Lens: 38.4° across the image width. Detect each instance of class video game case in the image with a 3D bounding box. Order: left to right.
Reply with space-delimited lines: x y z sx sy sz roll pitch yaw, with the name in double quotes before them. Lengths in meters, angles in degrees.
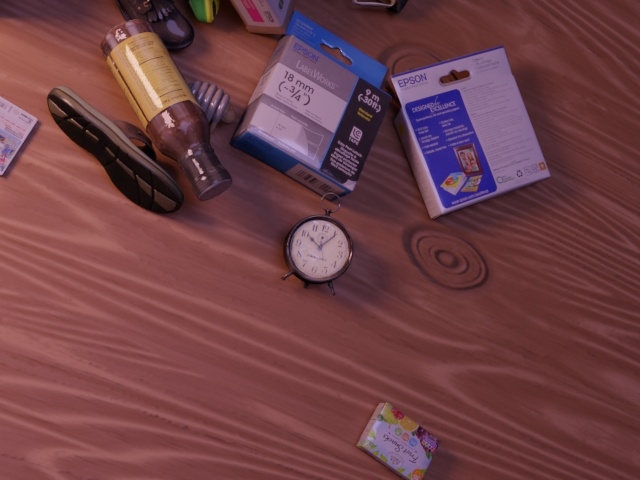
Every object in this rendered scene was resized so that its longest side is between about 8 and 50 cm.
"video game case" -0.561 -0.184 1.597 0.087 0.011 0.122 32 69 -15

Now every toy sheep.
"toy sheep" -0.219 -0.255 1.722 0.132 0.091 0.091 25 71 -11

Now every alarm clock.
"alarm clock" 0.000 0.000 1.764 0.129 0.064 0.192 18 82 -8

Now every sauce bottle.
"sauce bottle" -0.271 -0.229 1.644 0.111 0.111 0.344 -25 78 -26

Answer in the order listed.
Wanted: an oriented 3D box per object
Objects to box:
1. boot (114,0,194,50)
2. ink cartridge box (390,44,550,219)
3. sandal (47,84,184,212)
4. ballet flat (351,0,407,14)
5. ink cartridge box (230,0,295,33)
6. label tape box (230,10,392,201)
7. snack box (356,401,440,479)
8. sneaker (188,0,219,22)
"boot" -0.311 -0.472 1.643 0.263 0.229 0.091 42 67 -10
"ink cartridge box" 0.312 -0.233 1.958 0.303 0.072 0.307 -19 85 -24
"sandal" -0.351 -0.172 1.634 0.303 0.120 0.086 46 52 -8
"ballet flat" 0.066 -0.546 1.901 0.280 0.095 0.096 18 85 -19
"ink cartridge box" -0.112 -0.534 1.741 0.088 0.235 0.193 9 74 19
"label tape box" 0.003 -0.283 1.810 0.240 0.106 0.334 29 70 -16
"snack box" 0.151 0.392 1.775 0.141 0.037 0.100 36 69 -13
"sneaker" -0.289 -0.544 1.750 0.123 0.109 0.296 -26 105 16
